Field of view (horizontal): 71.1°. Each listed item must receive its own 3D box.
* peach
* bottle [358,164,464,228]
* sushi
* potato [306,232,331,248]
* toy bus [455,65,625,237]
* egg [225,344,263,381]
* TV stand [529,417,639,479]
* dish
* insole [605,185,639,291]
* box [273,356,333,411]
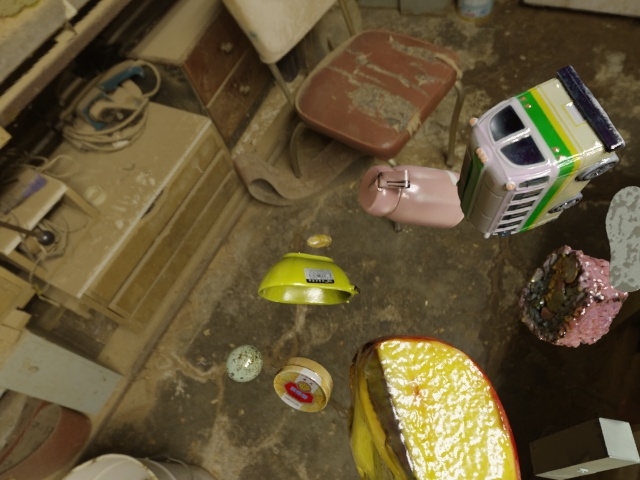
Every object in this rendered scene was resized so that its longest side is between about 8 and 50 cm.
[{"bbox_3d":[0.185,0.330,0.792,0.243,0.380,0.306,-14,39,-11],"label":"peach"},{"bbox_3d":[0.264,-0.135,1.264,0.297,0.206,0.173,6,78,-23],"label":"bottle"},{"bbox_3d":[0.692,0.152,1.236,0.171,0.270,0.236,10,30,-16],"label":"sushi"},{"bbox_3d":[0.000,0.000,1.292,0.046,0.092,0.045,-37,68,37],"label":"potato"},{"bbox_3d":[0.325,-0.108,0.731,0.179,0.305,0.143,-23,71,5],"label":"toy bus"},{"bbox_3d":[-0.184,0.296,1.074,0.085,0.110,0.085,15,52,-20],"label":"egg"},{"bbox_3d":[0.626,0.514,1.089,0.083,0.269,0.088,11,52,-6],"label":"TV stand"},{"bbox_3d":[-0.034,0.099,1.206,0.263,0.221,0.108,5,71,-9],"label":"dish"},{"bbox_3d":[0.531,-0.004,0.774,0.065,0.006,0.193,-2,69,40],"label":"insole"},{"bbox_3d":[-0.031,0.258,0.801,0.106,0.105,0.037,10,34,16],"label":"box"}]
